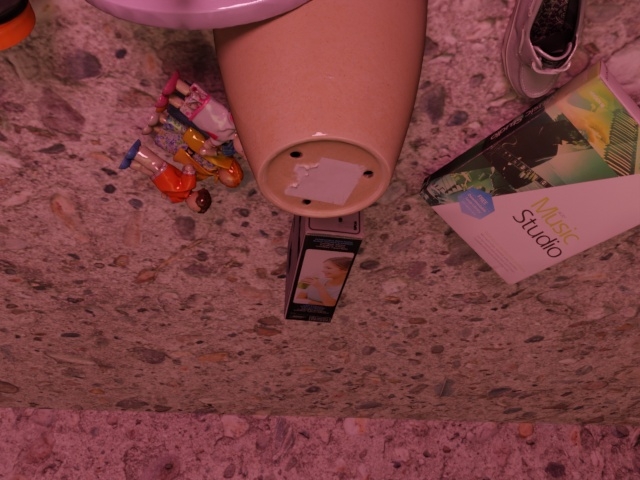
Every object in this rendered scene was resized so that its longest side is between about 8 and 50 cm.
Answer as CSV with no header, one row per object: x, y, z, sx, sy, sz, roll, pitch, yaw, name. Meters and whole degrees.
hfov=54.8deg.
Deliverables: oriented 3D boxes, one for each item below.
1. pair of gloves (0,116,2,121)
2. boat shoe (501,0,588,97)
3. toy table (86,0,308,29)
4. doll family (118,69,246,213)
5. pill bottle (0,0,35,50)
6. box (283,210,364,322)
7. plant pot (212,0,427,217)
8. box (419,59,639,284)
-0.549,-0.219,0.771,0.204,0.042,0.240,-7,146,9,pair of gloves
0.265,-0.241,0.731,0.079,0.081,0.227,-6,147,7,boat shoe
-0.114,-0.298,0.511,0.275,0.252,0.161,-12,164,2,toy table
-0.150,-0.139,0.843,0.163,0.118,0.263,33,144,-16,doll family
-0.356,-0.297,0.574,0.131,0.130,0.245,-1,148,-1,pill bottle
0.000,0.000,1.023,0.087,0.169,0.290,6,148,-7,box
0.002,-0.170,0.656,0.257,0.273,0.256,-2,148,-1,plant pot
0.343,-0.081,0.925,0.232,0.058,0.322,42,131,-14,box
